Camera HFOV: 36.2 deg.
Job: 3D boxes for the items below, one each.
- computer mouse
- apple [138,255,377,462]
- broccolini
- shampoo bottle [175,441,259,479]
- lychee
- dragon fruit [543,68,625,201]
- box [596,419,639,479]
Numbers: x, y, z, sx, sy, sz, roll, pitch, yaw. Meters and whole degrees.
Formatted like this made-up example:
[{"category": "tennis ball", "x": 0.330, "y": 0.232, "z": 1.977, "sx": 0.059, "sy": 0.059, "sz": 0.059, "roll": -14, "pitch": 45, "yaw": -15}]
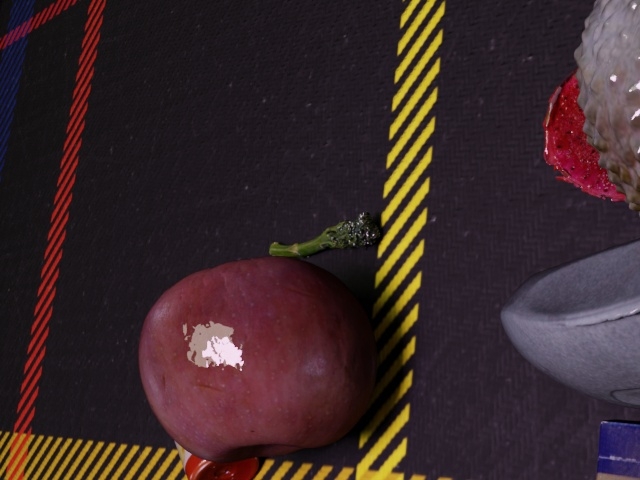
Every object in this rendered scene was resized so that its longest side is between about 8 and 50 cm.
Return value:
[{"category": "computer mouse", "x": 0.312, "y": 0.082, "z": 0.845, "sx": 0.374, "sy": 0.203, "sz": 0.114, "roll": -22, "pitch": 44, "yaw": 54}, {"category": "apple", "x": -0.078, "y": 0.154, "z": 1.231, "sx": 0.306, "sy": 0.306, "sz": 0.235, "roll": -26, "pitch": 66, "yaw": 43}, {"category": "broccolini", "x": 0.000, "y": 0.000, "z": 1.384, "sx": 0.239, "sy": 0.051, "sz": 0.054, "roll": -14, "pitch": 72, "yaw": 55}, {"category": "shampoo bottle", "x": -0.182, "y": 0.240, "z": 1.460, "sx": 0.104, "sy": 0.104, "sz": 0.278, "roll": -54, "pitch": 42, "yaw": 23}, {"category": "lychee", "x": 0.344, "y": -0.132, "z": 0.839, "sx": 0.255, "sy": 0.255, "sz": 0.274, "roll": 40, "pitch": 138, "yaw": 50}, {"category": "dragon fruit", "x": 0.300, "y": -0.114, "z": 1.014, "sx": 0.111, "sy": 0.153, "sz": 0.153, "roll": 10, "pitch": -83, "yaw": -87}, {"category": "box", "x": 0.317, "y": 0.290, "z": 0.853, "sx": 0.168, "sy": 0.071, "sz": 0.259, "roll": -4, "pitch": 73, "yaw": 50}]
